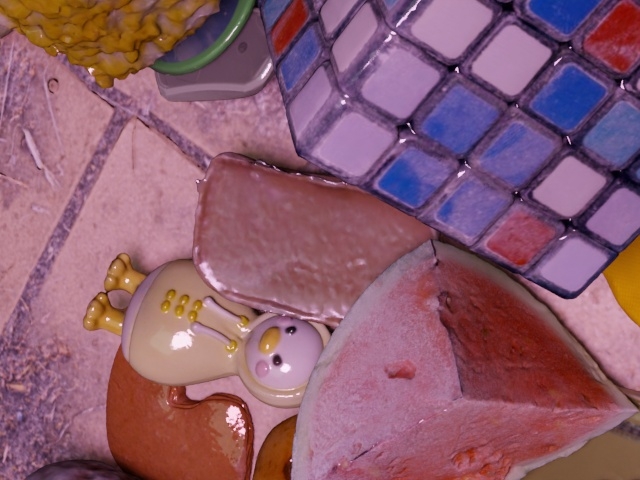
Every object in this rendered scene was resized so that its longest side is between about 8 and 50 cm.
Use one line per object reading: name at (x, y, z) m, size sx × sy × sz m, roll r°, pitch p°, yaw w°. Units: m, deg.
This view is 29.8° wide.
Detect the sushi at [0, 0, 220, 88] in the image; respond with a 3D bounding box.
sushi at (-0.236, -0.360, 1.128) m, size 0.351 × 0.240 × 0.396 m, roll -42°, pitch 71°, yaw 8°

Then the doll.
doll at (-0.102, 0.097, 1.261) m, size 0.296 × 0.117 × 0.141 m, roll 13°, pitch 60°, yaw 22°

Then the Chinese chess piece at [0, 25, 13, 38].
Chinese chess piece at (-0.421, -0.328, 1.368) m, size 0.237 × 0.092 × 0.238 m, roll 5°, pitch 102°, yaw 26°

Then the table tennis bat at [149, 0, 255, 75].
table tennis bat at (-0.100, -0.276, 1.221) m, size 0.257 × 0.039 × 0.160 m, roll -40°, pitch 58°, yaw 17°

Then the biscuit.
biscuit at (-0.159, 0.198, 1.355) m, size 0.192 × 0.036 × 0.186 m, roll 15°, pitch 104°, yaw 23°

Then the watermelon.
watermelon at (0.130, 0.141, 1.097) m, size 0.176 × 0.260 × 0.256 m, roll 16°, pitch 88°, yaw 58°

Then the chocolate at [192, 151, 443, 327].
chocolate at (0.001, 0.000, 1.213) m, size 0.261 × 0.083 × 0.161 m, roll 17°, pitch 109°, yaw 12°

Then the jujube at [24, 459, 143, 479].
jujube at (-0.227, 0.381, 1.320) m, size 0.308 × 0.215 × 0.246 m, roll 51°, pitch 144°, yaw 4°

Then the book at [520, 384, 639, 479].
book at (0.283, 0.317, 1.151) m, size 0.239 × 0.035 × 0.352 m, roll 17°, pitch 106°, yaw 27°

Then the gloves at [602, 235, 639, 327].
gloves at (0.286, -0.006, 1.066) m, size 0.133 × 0.116 × 0.294 m, roll -33°, pitch 76°, yaw 22°

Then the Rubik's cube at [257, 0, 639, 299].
Rubik's cube at (0.149, -0.182, 0.937) m, size 0.293 × 0.292 × 0.287 m, roll 28°, pitch 117°, yaw -25°

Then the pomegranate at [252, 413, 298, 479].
pomegranate at (0.021, 0.260, 1.204) m, size 0.196 × 0.196 × 0.196 m, roll 5°, pitch 101°, yaw 26°

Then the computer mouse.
computer mouse at (-0.106, -0.186, 1.249) m, size 0.181 × 0.056 × 0.089 m, roll -2°, pitch 75°, yaw 33°
